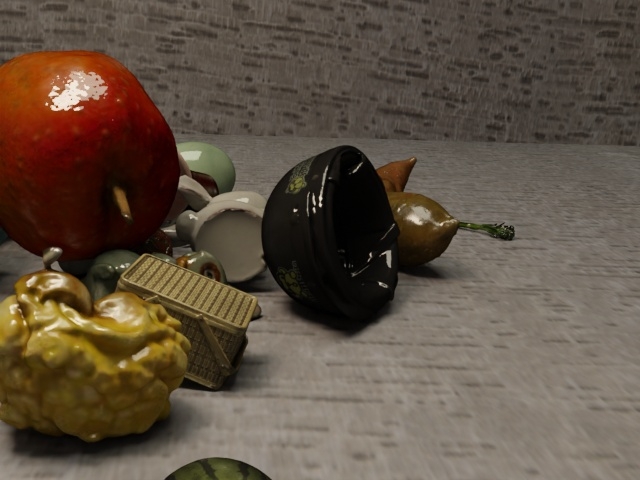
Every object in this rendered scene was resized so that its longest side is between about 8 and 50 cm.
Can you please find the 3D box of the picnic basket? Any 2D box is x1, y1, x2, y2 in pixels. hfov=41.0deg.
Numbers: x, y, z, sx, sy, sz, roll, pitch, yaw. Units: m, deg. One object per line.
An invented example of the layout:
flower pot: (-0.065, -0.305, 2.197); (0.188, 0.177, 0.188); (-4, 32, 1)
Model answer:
picnic basket: (-0.158, 0.088, 0.973); (0.164, 0.080, 0.115); (23, 16, -2)

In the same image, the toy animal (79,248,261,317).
toy animal: (-0.192, 0.058, 1.124); (0.236, 0.108, 0.138); (-8, 16, -38)

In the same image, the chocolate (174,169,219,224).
chocolate: (-0.227, -0.063, 1.581); (0.080, 0.149, 0.125); (-5, 52, -33)

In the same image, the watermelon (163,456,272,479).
watermelon: (-0.075, 0.200, 0.590); (0.105, 0.105, 0.133); (-5, 3, -27)

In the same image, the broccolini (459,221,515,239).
broccolini: (0.328, -0.021, 1.728); (0.140, 0.030, 0.035); (9, 51, 41)

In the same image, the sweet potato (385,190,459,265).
sweet potato: (0.088, -0.032, 1.521); (0.130, 0.131, 0.422); (-6, 11, -32)

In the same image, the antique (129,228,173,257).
antique: (-0.270, 0.021, 1.276); (0.104, 0.104, 0.104); (3, 14, -1)

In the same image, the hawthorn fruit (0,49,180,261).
hawthorn fruit: (-0.309, -0.095, 1.124); (0.287, 0.287, 0.330); (-7, 29, -34)

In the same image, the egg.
egg: (-0.270, -0.130, 1.778); (0.192, 0.149, 0.149); (-12, 19, -27)

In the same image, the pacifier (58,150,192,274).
pacifier: (-0.370, -0.075, 1.401); (0.332, 0.221, 0.273); (-15, 8, 21)

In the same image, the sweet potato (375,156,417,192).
sweet potato: (0.125, -0.090, 1.820); (0.106, 0.095, 0.354); (-41, 4, 30)

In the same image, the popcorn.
popcorn: (-0.230, 0.121, 0.818); (0.194, 0.163, 0.140); (30, 18, -41)

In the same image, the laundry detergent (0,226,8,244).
laundry detergent: (-0.609, -0.065, 1.173); (0.287, 0.287, 0.305); (5, 13, 8)

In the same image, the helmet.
helmet: (0.000, 0.000, 1.214); (0.160, 0.231, 0.279); (-10, 29, 30)

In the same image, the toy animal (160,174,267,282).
toy animal: (-0.155, -0.016, 1.329); (0.178, 0.128, 0.193); (11, 13, -22)
